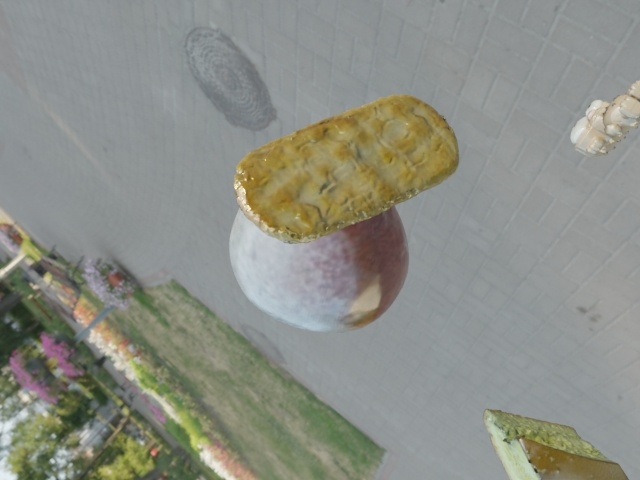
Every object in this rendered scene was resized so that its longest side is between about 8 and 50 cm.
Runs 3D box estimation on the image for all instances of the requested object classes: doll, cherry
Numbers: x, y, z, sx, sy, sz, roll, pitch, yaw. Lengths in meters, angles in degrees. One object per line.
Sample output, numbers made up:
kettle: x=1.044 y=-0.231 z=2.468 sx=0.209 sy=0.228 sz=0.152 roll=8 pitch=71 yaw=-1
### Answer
doll: x=0.709 y=-0.297 z=1.440 sx=0.119 sy=0.154 sz=0.278 roll=32 pitch=167 yaw=7
cherry: x=-0.012 y=-0.002 z=1.054 sx=0.326 sy=0.291 sz=0.335 roll=-2 pitch=128 yaw=33

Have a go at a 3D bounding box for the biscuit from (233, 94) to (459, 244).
biscuit: x=0.032 y=-0.077 z=0.594 sx=0.118 sy=0.247 sz=0.029 roll=54 pitch=156 yaw=23

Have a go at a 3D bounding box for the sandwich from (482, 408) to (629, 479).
sandwich: x=0.252 y=0.253 z=0.565 sx=0.245 sy=0.088 sz=0.090 roll=62 pitch=170 yaw=-10
